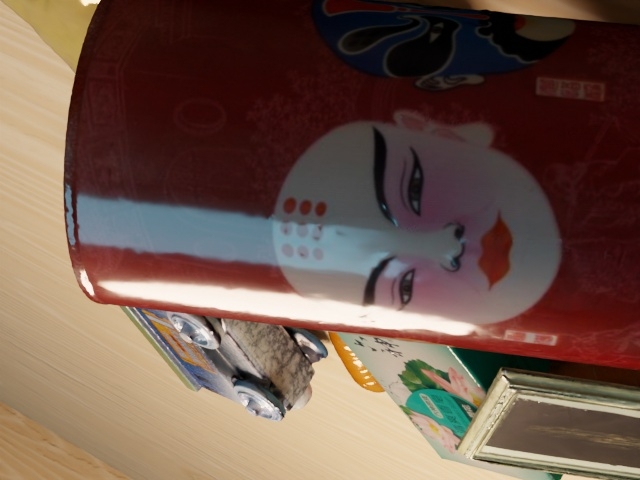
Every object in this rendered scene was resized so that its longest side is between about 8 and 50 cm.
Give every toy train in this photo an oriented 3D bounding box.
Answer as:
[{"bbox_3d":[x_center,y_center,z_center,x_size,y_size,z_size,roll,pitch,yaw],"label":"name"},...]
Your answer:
[{"bbox_3d":[-0.126,0.090,1.405,0.202,0.131,0.299,17,150,38],"label":"toy train"}]

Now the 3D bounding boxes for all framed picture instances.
[{"bbox_3d":[0.275,0.172,1.033,0.293,0.018,0.231,8,154,1],"label":"framed picture"}]

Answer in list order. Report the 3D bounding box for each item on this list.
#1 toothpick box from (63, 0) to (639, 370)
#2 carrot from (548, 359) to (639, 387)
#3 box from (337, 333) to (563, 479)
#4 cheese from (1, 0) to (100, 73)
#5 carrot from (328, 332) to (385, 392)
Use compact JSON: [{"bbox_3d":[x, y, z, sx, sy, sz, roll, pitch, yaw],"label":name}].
[{"bbox_3d":[0.040,-0.041,0.724,0.334,0.204,0.204,6,151,6],"label":"toothpick box"},{"bbox_3d":[0.269,0.097,0.992,0.067,0.067,0.225,39,156,-10],"label":"carrot"},{"bbox_3d":[0.137,0.123,1.176,0.153,0.092,0.245,5,143,48],"label":"box"},{"bbox_3d":[-0.171,-0.238,0.882,0.384,0.104,0.384,27,156,13],"label":"cheese"},{"bbox_3d":[0.034,0.077,1.272,0.066,0.062,0.271,58,173,43],"label":"carrot"}]
